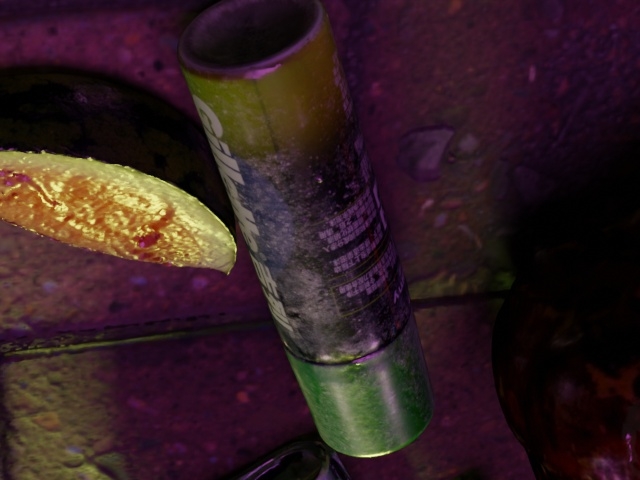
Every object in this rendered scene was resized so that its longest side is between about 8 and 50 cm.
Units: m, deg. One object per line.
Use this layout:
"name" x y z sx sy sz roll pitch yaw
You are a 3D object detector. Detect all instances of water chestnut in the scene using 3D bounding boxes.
"water chestnut" 0.252 0.084 1.079 0.289 0.289 0.244 2 148 -19

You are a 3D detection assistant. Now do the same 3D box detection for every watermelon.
"watermelon" -0.143 -0.038 0.999 0.245 0.063 0.119 15 137 -32

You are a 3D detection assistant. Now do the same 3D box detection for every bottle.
"bottle" 0.000 0.000 1.042 0.093 0.093 0.330 -21 128 -3

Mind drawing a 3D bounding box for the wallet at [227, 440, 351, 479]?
"wallet" -0.018 0.276 1.245 0.176 0.075 0.250 -30 127 0
